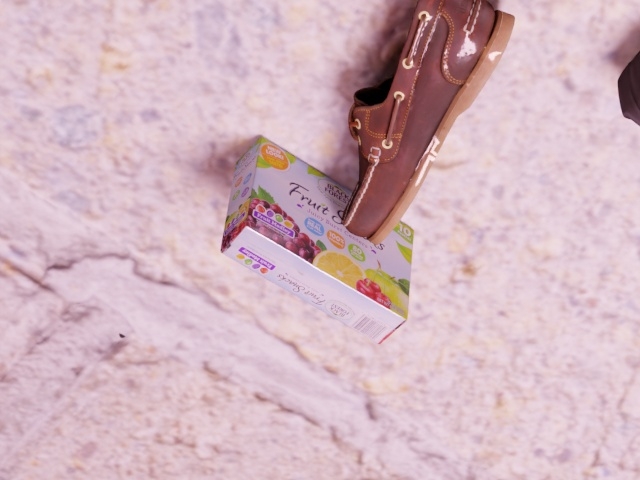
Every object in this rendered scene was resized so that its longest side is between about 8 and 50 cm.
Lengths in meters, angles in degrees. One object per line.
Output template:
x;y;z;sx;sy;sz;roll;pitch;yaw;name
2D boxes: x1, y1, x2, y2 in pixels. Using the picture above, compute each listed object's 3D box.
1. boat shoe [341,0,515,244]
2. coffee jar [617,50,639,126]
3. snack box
0.057;-0.089;1.371;0.073;0.073;0.207;22;121;-11;boat shoe
0.287;-0.128;1.309;0.096;0.079;0.184;33;124;-24;coffee jar
0.000;0.000;1.428;0.141;0.100;0.037;31;127;-20;snack box
